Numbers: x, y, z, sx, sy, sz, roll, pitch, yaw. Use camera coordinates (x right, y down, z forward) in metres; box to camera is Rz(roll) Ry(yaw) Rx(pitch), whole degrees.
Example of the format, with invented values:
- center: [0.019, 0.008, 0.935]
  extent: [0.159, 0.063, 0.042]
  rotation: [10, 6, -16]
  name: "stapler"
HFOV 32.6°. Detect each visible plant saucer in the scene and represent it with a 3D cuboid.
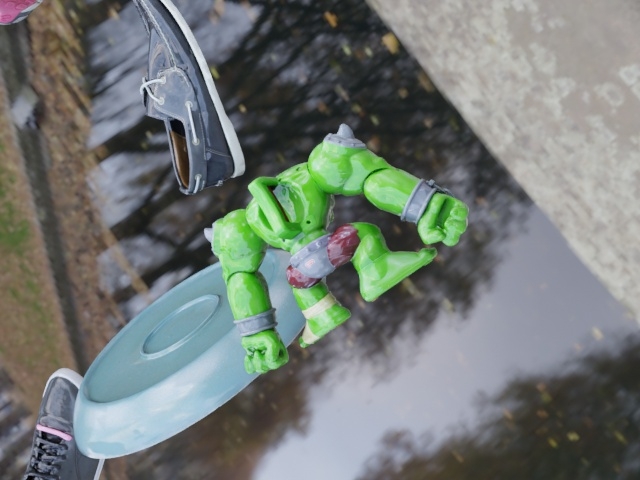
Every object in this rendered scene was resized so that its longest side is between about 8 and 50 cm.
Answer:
- center: [-0.138, 0.102, 1.154]
  extent: [0.043, 0.317, 0.317]
  rotation: [56, 161, -19]
  name: "plant saucer"

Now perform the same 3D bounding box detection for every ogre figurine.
- center: [0.000, 0.000, 0.791]
  extent: [0.197, 0.097, 0.118]
  rotation: [-38, 85, 38]
  name: "ogre figurine"

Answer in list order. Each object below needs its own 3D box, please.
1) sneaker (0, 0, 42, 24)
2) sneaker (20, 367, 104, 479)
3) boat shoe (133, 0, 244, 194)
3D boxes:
- center: [-0.464, -0.349, 1.531]
  extent: [0.121, 0.112, 0.299]
  rotation: [17, -165, -31]
  name: "sneaker"
- center: [-0.384, 0.331, 1.534]
  extent: [0.105, 0.147, 0.295]
  rotation: [17, 114, 19]
  name: "sneaker"
- center: [-0.157, -0.163, 1.191]
  extent: [0.084, 0.079, 0.233]
  rotation: [25, 138, 66]
  name: "boat shoe"
